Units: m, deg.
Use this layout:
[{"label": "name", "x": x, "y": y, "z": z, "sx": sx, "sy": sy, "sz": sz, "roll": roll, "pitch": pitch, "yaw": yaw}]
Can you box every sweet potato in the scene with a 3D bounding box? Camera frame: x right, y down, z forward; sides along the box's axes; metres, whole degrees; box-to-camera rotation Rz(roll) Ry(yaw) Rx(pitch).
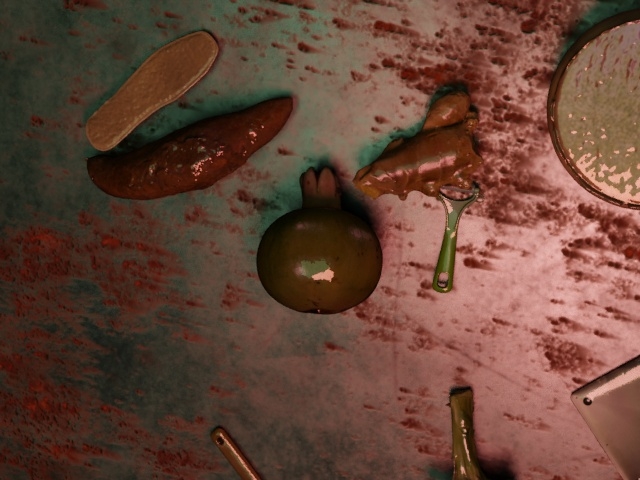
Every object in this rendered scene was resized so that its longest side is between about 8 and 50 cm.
[{"label": "sweet potato", "x": -0.194, "y": -0.123, "z": 1.847, "sx": 0.342, "sy": 0.114, "sz": 0.092, "roll": -17, "pitch": 135, "yaw": 18}]

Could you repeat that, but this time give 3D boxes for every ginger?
[{"label": "ginger", "x": 0.151, "y": -0.111, "z": 1.782, "sx": 0.205, "sy": 0.081, "sz": 0.115, "roll": -39, "pitch": 106, "yaw": 14}]

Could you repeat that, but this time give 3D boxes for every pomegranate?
[{"label": "pomegranate", "x": -0.005, "y": 0.006, "z": 1.800, "sx": 0.179, "sy": 0.179, "sz": 0.210, "roll": -10, "pitch": 102, "yaw": 16}]

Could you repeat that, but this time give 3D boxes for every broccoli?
[{"label": "broccoli", "x": 0.220, "y": 0.324, "z": 1.878, "sx": 0.122, "sy": 0.118, "sz": 0.204, "roll": -11, "pitch": 89, "yaw": 38}]

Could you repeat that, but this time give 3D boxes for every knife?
[{"label": "knife", "x": -0.072, "y": 0.414, "z": 2.012, "sx": 0.047, "sy": 0.017, "sz": 0.297, "roll": -35, "pitch": 94, "yaw": 14}, {"label": "knife", "x": 0.190, "y": -0.004, "z": 1.829, "sx": 0.078, "sy": 0.022, "sz": 0.166, "roll": 11, "pitch": 106, "yaw": 18}]

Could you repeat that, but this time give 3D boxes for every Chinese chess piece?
[{"label": "Chinese chess piece", "x": 0.436, "y": -0.172, "z": 1.676, "sx": 0.270, "sy": 0.112, "sz": 0.269, "roll": 3, "pitch": 105, "yaw": 12}]

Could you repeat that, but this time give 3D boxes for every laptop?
[{"label": "laptop", "x": 0.521, "y": 0.236, "z": 1.819, "sx": 0.269, "sy": 0.015, "sz": 0.187, "roll": -32, "pitch": 95, "yaw": 20}]

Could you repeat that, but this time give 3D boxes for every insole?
[{"label": "insole", "x": -0.252, "y": -0.223, "z": 1.866, "sx": 0.248, "sy": 0.011, "sz": 0.081, "roll": -39, "pitch": 78, "yaw": 14}]
